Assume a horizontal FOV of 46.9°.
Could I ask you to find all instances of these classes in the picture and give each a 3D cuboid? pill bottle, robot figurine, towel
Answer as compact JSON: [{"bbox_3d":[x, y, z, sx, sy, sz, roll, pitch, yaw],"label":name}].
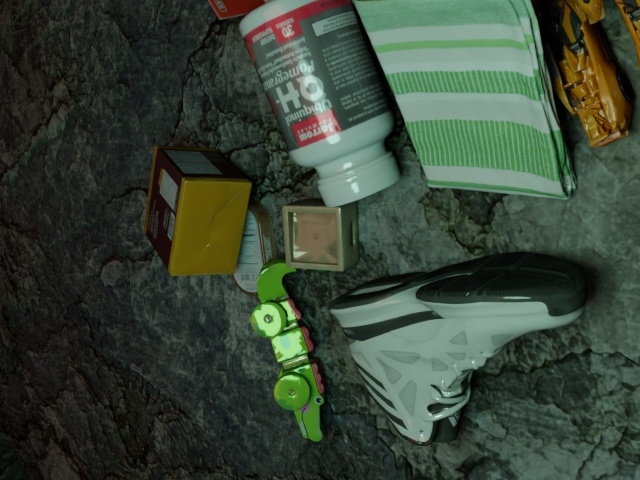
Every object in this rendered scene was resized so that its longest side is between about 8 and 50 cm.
[{"bbox_3d":[0.011,-0.221,1.153,0.176,0.176,0.318,-15,101,42],"label":"pill bottle"},{"bbox_3d":[0.354,-0.276,0.915,0.211,0.085,0.290,-26,82,41],"label":"robot figurine"},{"bbox_3d":[0.197,-0.189,0.991,0.248,0.038,0.324,10,141,41],"label":"towel"}]

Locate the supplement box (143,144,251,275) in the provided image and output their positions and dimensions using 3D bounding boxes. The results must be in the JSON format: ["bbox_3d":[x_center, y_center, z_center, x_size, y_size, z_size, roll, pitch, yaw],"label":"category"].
[{"bbox_3d":[-0.242,-0.060,1.418,0.194,0.129,0.191,44,127,51],"label":"supplement box"}]

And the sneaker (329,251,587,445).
[{"bbox_3d":[0.221,0.172,1.108,0.448,0.169,0.257,-13,100,50],"label":"sneaker"}]

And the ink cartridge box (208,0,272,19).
[{"bbox_3d":[-0.131,-0.491,1.158,0.060,0.239,0.275,-30,91,41],"label":"ink cartridge box"}]

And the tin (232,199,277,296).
[{"bbox_3d":[-0.135,0.016,1.444,0.106,0.040,0.189,-3,97,37],"label":"tin"}]

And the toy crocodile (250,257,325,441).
[{"bbox_3d":[-0.050,0.201,1.364,0.105,0.115,0.340,-18,88,3],"label":"toy crocodile"}]

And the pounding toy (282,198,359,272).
[{"bbox_3d":[0.000,0.000,1.294,0.130,0.100,0.141,3,104,26],"label":"pounding toy"}]

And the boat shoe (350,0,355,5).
[{"bbox_3d":[0.137,-0.296,1.102,0.277,0.098,0.096,59,139,17],"label":"boat shoe"}]
